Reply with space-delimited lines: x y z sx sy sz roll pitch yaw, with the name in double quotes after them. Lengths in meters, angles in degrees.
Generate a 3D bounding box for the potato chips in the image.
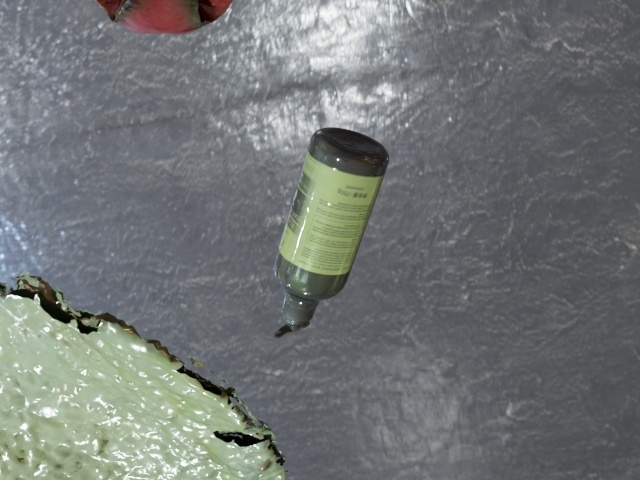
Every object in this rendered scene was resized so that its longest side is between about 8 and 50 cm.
-0.099 0.129 0.345 0.167 0.059 0.228 15 110 -26 "potato chips"

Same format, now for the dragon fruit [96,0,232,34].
-0.074 -0.209 0.409 0.234 0.233 0.293 25 151 -12 "dragon fruit"

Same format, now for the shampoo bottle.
0.000 0.000 1.006 0.101 0.101 0.283 15 116 -5 "shampoo bottle"
